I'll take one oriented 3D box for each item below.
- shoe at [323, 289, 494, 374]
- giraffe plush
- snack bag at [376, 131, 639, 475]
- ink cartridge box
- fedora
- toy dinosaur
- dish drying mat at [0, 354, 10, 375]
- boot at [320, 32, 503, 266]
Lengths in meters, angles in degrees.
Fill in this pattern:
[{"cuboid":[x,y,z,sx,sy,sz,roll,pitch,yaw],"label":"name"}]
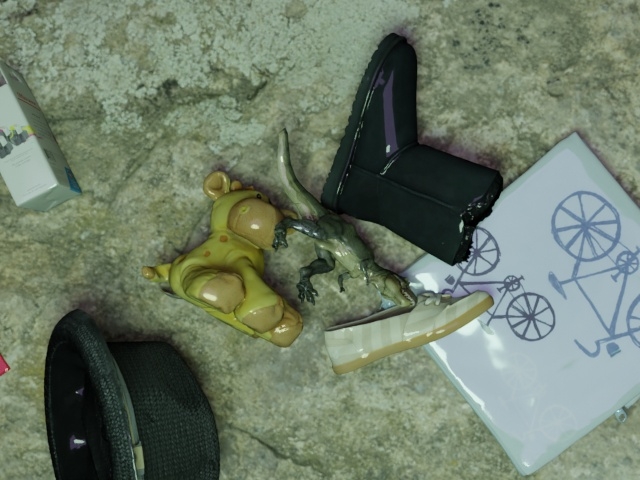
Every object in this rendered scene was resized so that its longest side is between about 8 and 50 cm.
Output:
[{"cuboid":[0.107,0.101,1.179,0.219,0.076,0.058,-22,91,6],"label":"shoe"},{"cuboid":[-0.099,0.014,1.192,0.210,0.181,0.171,18,76,37],"label":"giraffe plush"},{"cuboid":[0.297,0.089,1.218,0.342,0.037,0.323,-39,86,3],"label":"snack bag"},{"cuboid":[-0.385,-0.132,1.218,0.061,0.104,0.181,-27,86,0],"label":"ink cartridge box"},{"cuboid":[-0.221,0.241,1.153,0.152,0.334,0.334,-7,87,-32],"label":"fedora"},{"cuboid":[0.000,0.000,1.153,0.268,0.064,0.118,51,54,-3],"label":"toy dinosaur"},{"cuboid":[-0.446,0.145,1.256,0.032,0.008,0.083,-36,87,-1],"label":"dish drying mat"},{"cuboid":[0.134,-0.112,1.185,0.207,0.094,0.247,22,95,17],"label":"boot"}]
